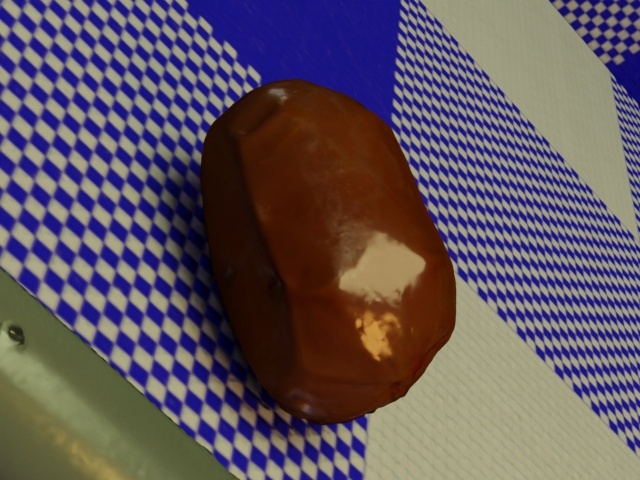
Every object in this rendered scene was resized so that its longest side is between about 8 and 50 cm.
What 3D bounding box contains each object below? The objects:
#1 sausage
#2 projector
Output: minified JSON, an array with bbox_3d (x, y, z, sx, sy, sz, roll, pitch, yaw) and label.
[{"bbox_3d":[-0.001,0.000,1.060,0.141,0.153,0.268,-1,55,-26],"label":"sausage"},{"bbox_3d":[-0.179,0.062,0.730,0.337,0.108,0.108,45,27,-20],"label":"projector"}]
